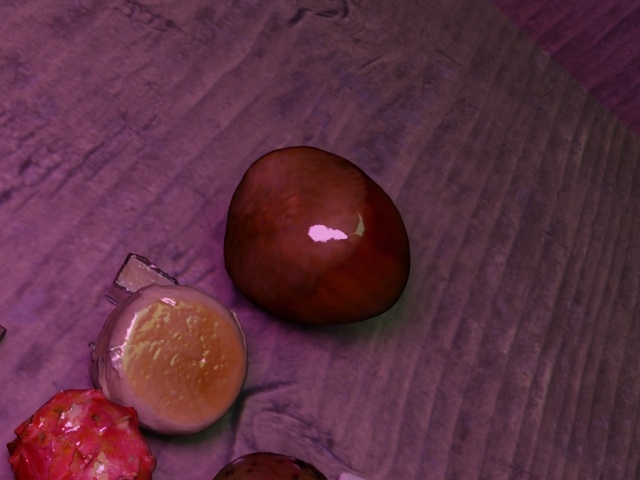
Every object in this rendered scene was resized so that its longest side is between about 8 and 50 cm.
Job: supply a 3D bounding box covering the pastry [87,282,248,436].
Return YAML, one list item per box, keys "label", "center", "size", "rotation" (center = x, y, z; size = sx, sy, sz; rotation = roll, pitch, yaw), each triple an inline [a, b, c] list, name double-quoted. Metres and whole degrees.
- label: "pastry"
  center: [-0.243, 0.190, 1.411]
  size: [0.265, 0.133, 0.265]
  rotation: [3, 84, -29]

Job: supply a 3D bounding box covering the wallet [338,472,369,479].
- label: "wallet"
  center: [0.061, 0.512, 1.532]
  size: [0.095, 0.033, 0.190]
  rotation: [23, 51, -21]

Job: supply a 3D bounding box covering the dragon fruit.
- label: "dragon fruit"
  center: [-0.331, 0.341, 1.242]
  size: [0.210, 0.205, 0.268]
  rotation: [0, 61, -43]

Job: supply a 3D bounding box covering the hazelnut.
- label: "hazelnut"
  center: [-0.005, -0.002, 1.607]
  size: [0.366, 0.366, 0.366]
  rotation: [17, 55, -26]

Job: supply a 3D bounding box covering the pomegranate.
- label: "pomegranate"
  center: [-0.084, 0.485, 1.333]
  size: [0.242, 0.242, 0.306]
  rotation: [25, 72, -21]

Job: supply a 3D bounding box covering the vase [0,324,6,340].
- label: "vase"
  center: [-0.537, 0.130, 1.325]
  size: [0.101, 0.053, 0.053]
  rotation: [34, 49, -9]

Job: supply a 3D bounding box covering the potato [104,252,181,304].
- label: "potato"
  center: [-0.305, 0.090, 1.508]
  size: [0.122, 0.061, 0.086]
  rotation: [36, 49, -16]
